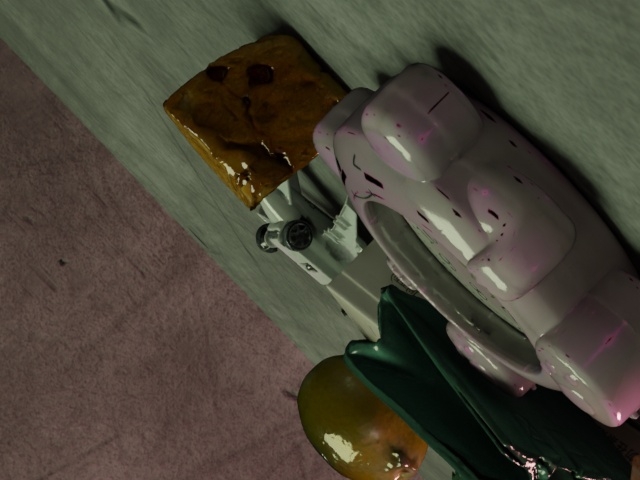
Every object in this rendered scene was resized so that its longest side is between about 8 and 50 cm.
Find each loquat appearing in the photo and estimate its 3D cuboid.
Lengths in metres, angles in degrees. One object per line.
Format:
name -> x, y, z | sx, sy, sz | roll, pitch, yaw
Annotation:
loquat -> 0.054, 0.221, 1.680 | 0.195, 0.152, 0.152 | 53, 177, 39

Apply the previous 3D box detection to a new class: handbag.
handbag -> 0.172, 0.179, 1.379 | 0.269, 0.100, 0.274 | 22, -159, -44

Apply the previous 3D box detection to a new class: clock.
clock -> 0.136, 0.001, 1.159 | 0.322, 0.113, 0.295 | 48, 170, -9

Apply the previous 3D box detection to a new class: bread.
bread -> -0.064, -0.123, 1.385 | 0.143, 0.149, 0.158 | 50, 170, -7

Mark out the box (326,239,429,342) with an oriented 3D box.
box -> 0.146, 0.133, 1.663 | 0.194, 0.111, 0.260 | 37, 170, 45

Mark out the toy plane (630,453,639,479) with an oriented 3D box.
toy plane -> 0.389, 0.316, 1.201 | 0.104, 0.223, 0.326 | 14, -173, -44

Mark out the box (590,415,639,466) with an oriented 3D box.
box -> 0.245, 0.296, 1.475 | 0.168, 0.259, 0.071 | 35, 168, 43

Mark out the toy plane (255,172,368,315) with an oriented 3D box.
toy plane -> -0.003, 0.003, 1.777 | 0.255, 0.101, 0.251 | 49, 158, -19
